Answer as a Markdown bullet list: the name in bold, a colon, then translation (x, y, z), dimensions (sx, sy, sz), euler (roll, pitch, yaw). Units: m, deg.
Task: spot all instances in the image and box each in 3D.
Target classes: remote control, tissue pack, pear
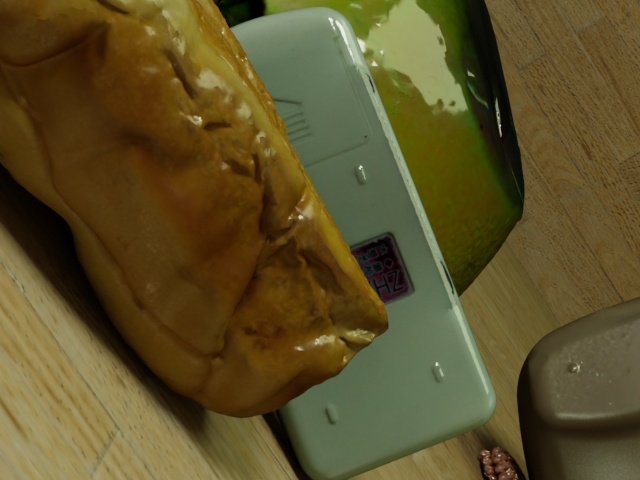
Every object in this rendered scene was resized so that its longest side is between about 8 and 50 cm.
- **remote control**: translation (0.000, 0.000, 1.010), dimensions (0.056, 0.140, 0.296), euler (108, -40, -86)
- **tissue pack**: translation (0.351, 0.262, 1.540), dimensions (0.277, 0.267, 0.387), euler (73, -1, -64)
- **pear**: translation (0.056, -0.097, 1.214), dimensions (0.399, 0.165, 0.398), euler (-12, 90, -76)

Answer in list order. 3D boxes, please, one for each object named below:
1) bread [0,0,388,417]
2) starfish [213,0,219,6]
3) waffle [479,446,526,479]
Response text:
- **bread**: translation (-0.084, -0.046, 0.850), dimensions (0.294, 0.132, 0.167), euler (56, 13, -29)
- **starfish**: translation (-0.106, -0.176, 1.108), dimensions (0.299, 0.060, 0.302), euler (62, 29, -13)
- **waffle**: translation (0.185, 0.240, 1.537), dimensions (0.075, 0.029, 0.083), euler (53, 15, -23)
